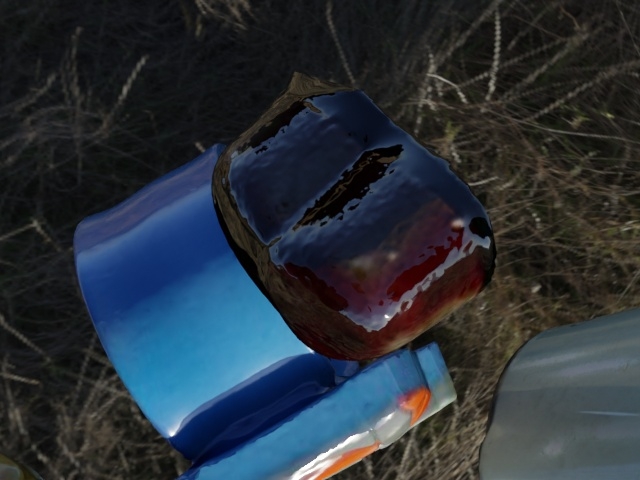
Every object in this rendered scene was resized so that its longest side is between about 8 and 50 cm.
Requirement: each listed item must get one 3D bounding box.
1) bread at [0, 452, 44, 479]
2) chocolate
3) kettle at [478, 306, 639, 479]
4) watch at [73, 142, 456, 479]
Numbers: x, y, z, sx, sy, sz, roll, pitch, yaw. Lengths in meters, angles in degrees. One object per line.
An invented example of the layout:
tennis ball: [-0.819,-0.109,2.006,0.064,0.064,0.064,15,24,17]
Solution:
bread: [-0.179,0.147,0.390,0.152,0.147,0.127,49,138,-12]
chocolate: [0.000,0.000,0.452,0.149,0.080,0.125,44,153,27]
kettle: [0.364,0.138,0.696,0.377,0.361,0.250,-20,78,51]
watch: [-0.053,0.069,0.782,0.241,0.305,0.274,-30,83,3]
